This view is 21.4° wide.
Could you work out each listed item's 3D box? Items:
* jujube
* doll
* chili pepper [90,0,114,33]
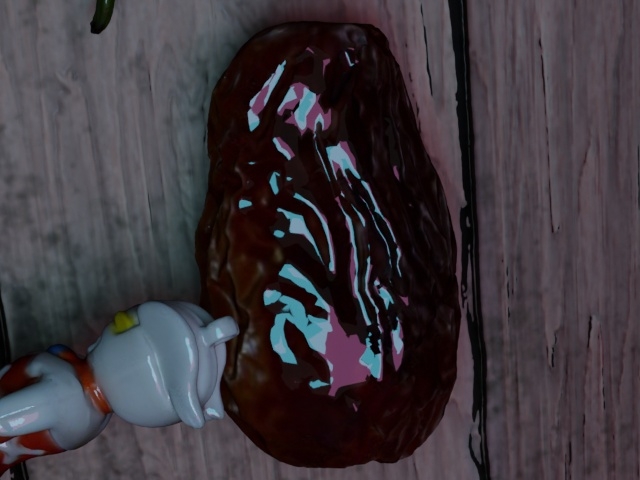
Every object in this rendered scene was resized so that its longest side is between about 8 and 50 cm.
[{"bbox_3d":[0.000,0.000,1.300,0.216,0.216,0.342,-7,104,-13],"label":"jujube"},{"bbox_3d":[-0.231,0.137,1.240,0.384,0.188,0.099,-21,87,11],"label":"doll"},{"bbox_3d":[-0.223,-0.326,1.189,0.137,0.092,0.368,-33,108,18],"label":"chili pepper"}]
